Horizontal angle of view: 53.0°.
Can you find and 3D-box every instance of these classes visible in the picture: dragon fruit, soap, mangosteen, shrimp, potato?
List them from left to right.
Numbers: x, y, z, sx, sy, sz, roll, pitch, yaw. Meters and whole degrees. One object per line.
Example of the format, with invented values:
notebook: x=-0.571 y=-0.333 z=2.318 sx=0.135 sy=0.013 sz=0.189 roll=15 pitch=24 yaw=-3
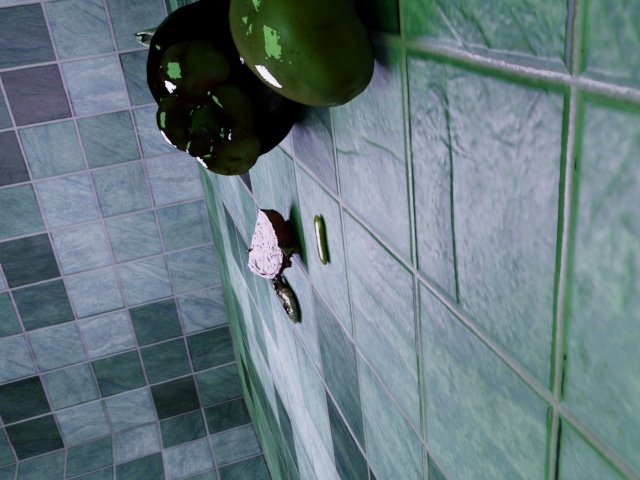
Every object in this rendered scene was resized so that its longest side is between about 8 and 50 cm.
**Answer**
mangosteen: x=-0.150 y=-0.235 z=1.024 sx=0.287 sy=0.233 sz=0.287 roll=173 pitch=90 yaw=-72
dragon fruit: x=-0.083 y=0.015 z=1.307 sx=0.106 sy=0.083 sz=0.162 roll=46 pitch=133 yaw=31
shrimp: x=-0.085 y=0.137 z=1.504 sx=0.161 sy=0.034 sz=0.091 roll=-124 pitch=24 yaw=-54
potato: x=-0.016 y=-0.226 z=0.695 sx=0.194 sy=0.157 sz=0.157 roll=57 pitch=160 yaw=20
soap: x=0.000 y=0.000 z=1.078 sx=0.034 sy=0.012 sz=0.089 roll=-135 pitch=34 yaw=-64

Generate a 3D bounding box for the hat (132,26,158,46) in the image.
hat: x=-0.329 y=-0.491 z=1.707 sx=0.301 sy=0.168 sz=0.257 roll=-1 pitch=127 yaw=52
